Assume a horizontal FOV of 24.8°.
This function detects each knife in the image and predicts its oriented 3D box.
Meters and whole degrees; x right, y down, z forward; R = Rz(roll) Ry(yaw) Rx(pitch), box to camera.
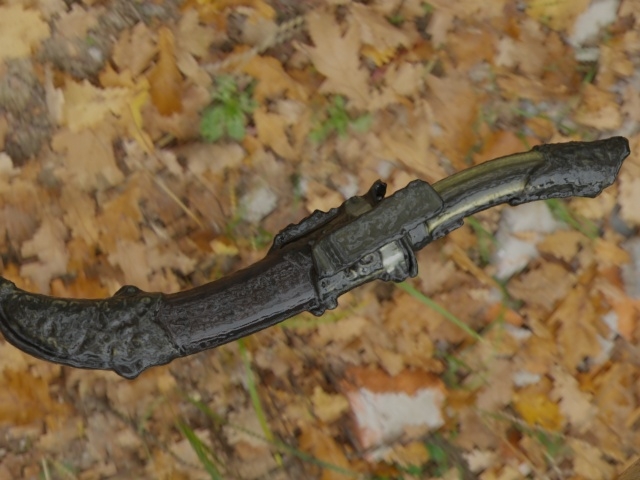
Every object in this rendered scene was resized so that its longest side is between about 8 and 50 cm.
[{"bbox_3d":[0.001,0.006,0.478,0.222,0.021,0.045,-14,73,-5],"label":"knife"}]

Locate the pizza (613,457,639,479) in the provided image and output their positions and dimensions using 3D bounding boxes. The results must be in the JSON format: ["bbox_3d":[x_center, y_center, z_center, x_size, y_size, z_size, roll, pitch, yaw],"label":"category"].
[{"bbox_3d":[0.106,0.209,0.771,0.034,0.181,0.262,42,78,13],"label":"pizza"}]
